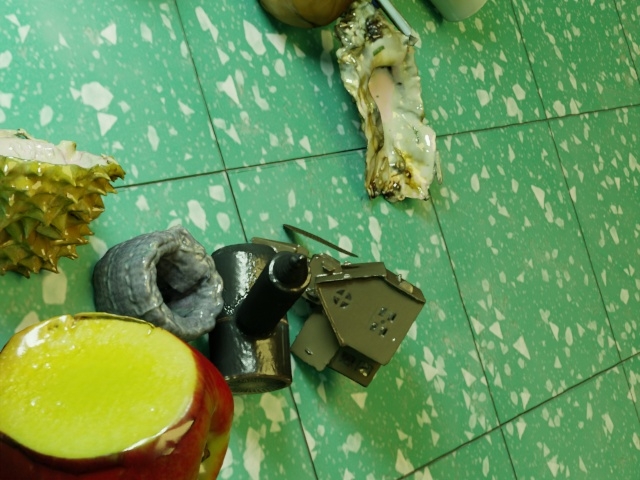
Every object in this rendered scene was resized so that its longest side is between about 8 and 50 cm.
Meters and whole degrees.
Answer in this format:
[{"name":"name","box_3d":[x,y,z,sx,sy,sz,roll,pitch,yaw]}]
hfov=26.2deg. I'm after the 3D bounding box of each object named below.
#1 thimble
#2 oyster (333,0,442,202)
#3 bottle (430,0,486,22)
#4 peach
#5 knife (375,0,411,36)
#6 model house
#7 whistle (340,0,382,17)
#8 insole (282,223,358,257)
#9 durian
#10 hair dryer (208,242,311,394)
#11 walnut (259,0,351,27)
[{"name":"thimble","box_3d":[-0.197,0.060,1.692,0.150,0.098,0.150,23,59,-45]},{"name":"oyster","box_3d":[0.091,-0.220,2.182,0.201,0.107,0.354,-31,118,-43]},{"name":"bottle","box_3d":[0.196,-0.504,2.427,0.245,0.104,0.104,46,44,-30]},{"name":"peach","box_3d":[-0.241,0.211,1.459,0.248,0.274,0.245,-30,137,-67]},{"name":"knife","box_3d":[0.048,-0.421,2.117,0.343,0.027,0.061,55,4,28]},{"name":"model house","box_3d":[-0.001,0.078,1.921,0.248,0.176,0.181,31,5,0]},{"name":"whistle","box_3d":[0.063,-0.408,2.228,0.227,0.105,0.085,-26,126,-56]},{"name":"insole","box_3d":[0.000,0.000,1.955,0.045,0.135,0.002,8,104,-52]},{"name":"durian","box_3d":[-0.321,-0.062,1.515,0.305,0.195,0.185,12,73,-52]},{"name":"hair dryer","box_3d":[-0.063,0.057,1.687,0.107,0.352,0.189,0,70,-16]},{"name":"walnut","box_3d":[-0.029,-0.419,2.049,0.167,0.167,0.207,-25,104,-53]}]
